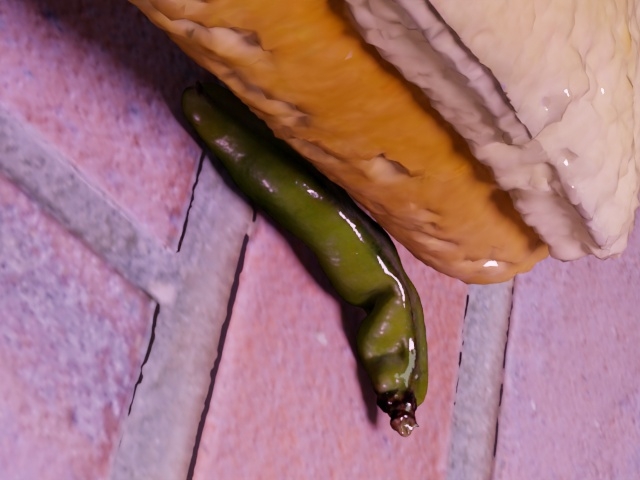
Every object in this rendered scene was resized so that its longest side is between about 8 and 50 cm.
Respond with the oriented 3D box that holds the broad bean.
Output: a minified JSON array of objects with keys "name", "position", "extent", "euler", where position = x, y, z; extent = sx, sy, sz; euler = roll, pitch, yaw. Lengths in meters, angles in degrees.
[{"name":"broad bean","position":[0.004,-0.001,0.902],"extent":[0.195,0.046,0.061],"euler":[59,30,-7]}]

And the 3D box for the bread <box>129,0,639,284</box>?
[{"name":"bread","position":[0.030,-0.158,0.803],"extent":[0.375,0.165,0.236],"euler":[43,47,-50]}]
